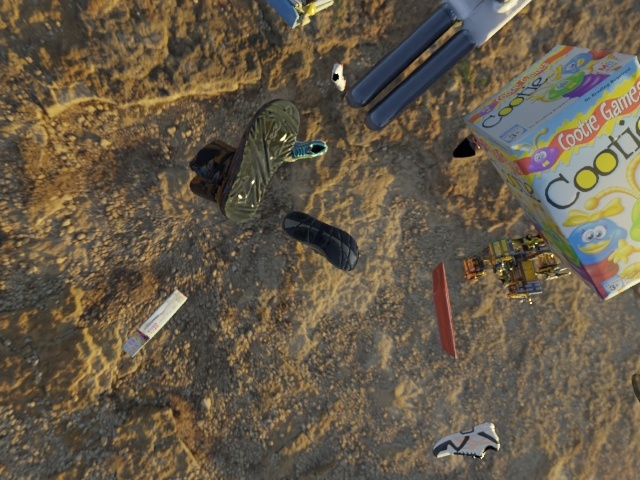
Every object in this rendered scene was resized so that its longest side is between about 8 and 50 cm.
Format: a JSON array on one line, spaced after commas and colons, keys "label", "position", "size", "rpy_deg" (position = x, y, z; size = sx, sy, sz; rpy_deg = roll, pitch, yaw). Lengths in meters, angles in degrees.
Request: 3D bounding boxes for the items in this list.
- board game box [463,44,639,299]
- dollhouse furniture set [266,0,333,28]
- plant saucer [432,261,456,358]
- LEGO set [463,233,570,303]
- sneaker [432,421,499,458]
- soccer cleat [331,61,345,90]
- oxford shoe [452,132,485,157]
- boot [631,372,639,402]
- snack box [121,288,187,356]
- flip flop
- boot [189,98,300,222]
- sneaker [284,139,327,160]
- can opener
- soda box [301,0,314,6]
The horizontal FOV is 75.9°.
[{"label": "board game box", "position": [0.334, -0.082, 0.524], "size": [0.144, 0.142, 0.275], "rpy_deg": [-38, 114, 17]}, {"label": "dollhouse furniture set", "position": [-0.038, -0.827, 1.197], "size": [0.303, 0.198, 0.286], "rpy_deg": [49, 60, -1]}, {"label": "plant saucer", "position": [0.429, 0.235, 1.441], "size": [0.048, 0.258, 0.258], "rpy_deg": [-8, 106, 17]}, {"label": "LEGO set", "position": [0.638, 0.117, 1.364], "size": [0.256, 0.331, 0.191], "rpy_deg": [-5, 73, -11]}, {"label": "sneaker", "position": [0.235, 0.332, 0.663], "size": [0.109, 0.043, 0.040], "rpy_deg": [-23, 139, 6]}, {"label": "soccer cleat", "position": [0.041, -0.384, 0.977], "size": [0.029, 0.083, 0.035], "rpy_deg": [23, 72, 14]}, {"label": "oxford shoe", "position": [0.495, -0.295, 1.193], "size": [0.099, 0.271, 0.096], "rpy_deg": [-28, 89, -20]}, {"label": "boot", "position": [0.569, 0.228, 0.501], "size": [0.263, 0.229, 0.091], "rpy_deg": [50, 41, 1]}, {"label": "snack box", "position": [-0.375, 0.185, 0.930], "size": [0.037, 0.141, 0.100], "rpy_deg": [42, 124, -8]}, {"label": "flip flop", "position": [0.000, 0.000, 1.273], "size": [0.277, 0.080, 0.112], "rpy_deg": [28, 78, -14]}, {"label": "boot", "position": [-0.164, -0.174, 0.806], "size": [0.094, 0.207, 0.246], "rpy_deg": [19, 100, -43]}, {"label": "sneaker", "position": [-0.053, -0.296, 1.339], "size": [0.167, 0.076, 0.064], "rpy_deg": [-17, 108, -12]}, {"label": "can opener", "position": [0.151, -0.250, 0.520], "size": [0.280, 0.093, 0.074], "rpy_deg": [-43, 102, 0]}, {"label": "soda box", "position": [-0.032, -0.499, 0.696], "size": [0.053, 0.060, 0.168], "rpy_deg": [-34, 116, -13]}]
